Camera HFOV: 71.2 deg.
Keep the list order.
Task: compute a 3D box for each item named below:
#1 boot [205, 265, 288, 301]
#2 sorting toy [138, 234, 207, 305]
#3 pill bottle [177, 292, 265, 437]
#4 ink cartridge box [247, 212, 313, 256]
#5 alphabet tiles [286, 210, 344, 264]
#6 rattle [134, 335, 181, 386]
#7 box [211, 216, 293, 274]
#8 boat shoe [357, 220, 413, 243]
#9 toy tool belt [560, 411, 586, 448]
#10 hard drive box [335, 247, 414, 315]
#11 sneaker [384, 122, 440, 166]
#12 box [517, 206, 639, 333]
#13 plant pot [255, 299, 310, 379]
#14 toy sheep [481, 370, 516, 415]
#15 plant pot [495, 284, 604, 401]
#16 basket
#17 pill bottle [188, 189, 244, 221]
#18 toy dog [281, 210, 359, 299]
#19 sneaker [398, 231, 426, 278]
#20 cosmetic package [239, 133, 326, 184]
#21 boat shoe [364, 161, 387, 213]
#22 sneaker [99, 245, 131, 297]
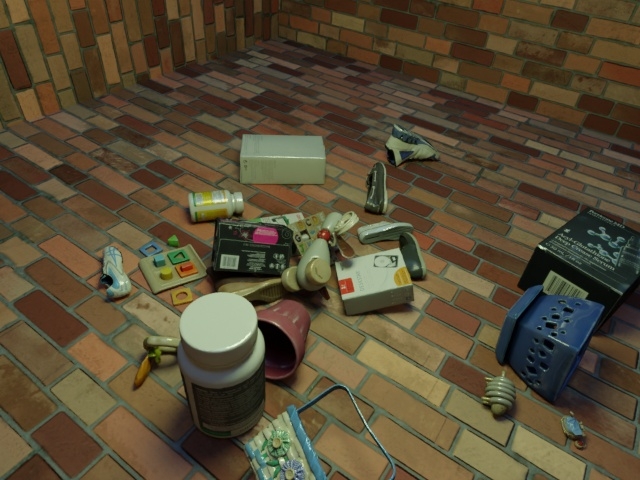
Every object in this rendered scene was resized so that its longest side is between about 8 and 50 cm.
[{"bbox_3d":[-0.245,0.127,1.529,0.249,0.090,0.207,-12,37,-29],"label":"boot"},{"bbox_3d":[-0.520,0.088,1.575,0.196,0.047,0.347,-21,48,-28],"label":"sorting toy"},{"bbox_3d":[-0.238,0.312,1.104,0.205,0.360,0.204,3,41,-3],"label":"pill bottle"},{"bbox_3d":[-0.153,-0.016,1.701,0.220,0.092,0.160,-10,43,-17],"label":"ink cartridge box"},{"bbox_3d":[0.000,0.000,1.660,0.237,0.009,0.198,-25,88,-44],"label":"alphabet tiles"},{"bbox_3d":[-0.408,0.342,1.278,0.200,0.130,0.142,18,46,-27],"label":"rattle"},{"bbox_3d":[-0.234,0.020,1.512,0.248,0.163,0.142,6,9,-18],"label":"box"},{"bbox_3d":[0.258,-0.047,1.789,0.227,0.083,0.075,-7,43,-13],"label":"boat shoe"},{"bbox_3d":[0.689,0.512,1.208,0.052,0.051,0.083,-2,41,-8],"label":"toy tool belt"},{"bbox_3d":[0.180,0.139,1.518,0.233,0.089,0.181,-14,41,2],"label":"hard drive box"},{"bbox_3d":[0.435,-0.455,2.258,0.316,0.182,0.127,16,33,-34],"label":"sneaker"},{"bbox_3d":[0.969,0.094,1.606,0.396,0.211,0.294,-26,49,-32],"label":"box"},{"bbox_3d":[-0.120,0.271,1.310,0.202,0.201,0.180,19,27,15],"label":"plant pot"},{"bbox_3d":[0.506,0.428,1.262,0.091,0.091,0.132,15,60,11],"label":"toy sheep"},{"bbox_3d":[0.670,0.288,1.339,0.212,0.235,0.236,29,45,34],"label":"plant pot"},{"bbox_3d":[-0.006,0.501,1.030,0.289,0.200,0.254,-24,47,-17],"label":"basket"},{"bbox_3d":[-0.420,-0.143,1.802,0.209,0.117,0.117,-8,42,-15],"label":"pill bottle"},{"bbox_3d":[0.025,0.065,1.505,0.333,0.161,0.220,-49,24,-17],"label":"toy dog"},{"bbox_3d":[0.308,0.052,1.680,0.118,0.083,0.221,-4,42,-10],"label":"sneaker"},{"bbox_3d":[-0.174,-0.377,2.076,0.386,0.156,0.217,2,41,-5],"label":"cosmetic package"},{"bbox_3d":[0.239,-0.249,2.003,0.096,0.112,0.335,7,44,-5],"label":"boat shoe"},{"bbox_3d":[-0.707,0.099,1.510,0.086,0.085,0.237,-6,40,-36],"label":"sneaker"}]
